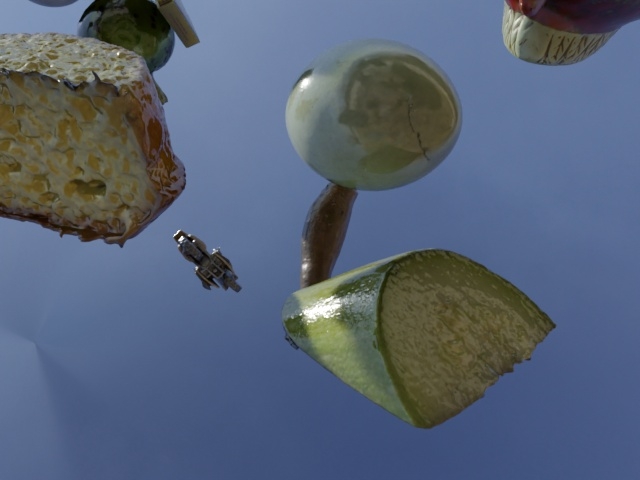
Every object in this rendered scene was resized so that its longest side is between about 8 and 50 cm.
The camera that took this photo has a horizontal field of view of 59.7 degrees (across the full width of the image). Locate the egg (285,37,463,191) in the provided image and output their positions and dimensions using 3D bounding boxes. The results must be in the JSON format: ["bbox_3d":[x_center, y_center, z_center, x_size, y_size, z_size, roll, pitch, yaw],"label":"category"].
[{"bbox_3d":[0.062,-0.155,0.698,0.186,0.253,0.187,-13,-71,-43],"label":"egg"}]

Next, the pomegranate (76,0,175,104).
[{"bbox_3d":[-0.423,-0.423,1.244,0.211,0.211,0.263,-25,-64,-28],"label":"pomegranate"}]

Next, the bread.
[{"bbox_3d":[-0.213,-0.092,0.439,0.260,0.129,0.134,11,-150,9],"label":"bread"}]

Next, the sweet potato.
[{"bbox_3d":[0.000,0.000,0.888,0.077,0.077,0.244,29,-114,-20],"label":"sweet potato"}]

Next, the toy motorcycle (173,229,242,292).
[{"bbox_3d":[-0.289,0.052,1.402,0.094,0.130,0.229,-44,-46,-4],"label":"toy motorcycle"}]

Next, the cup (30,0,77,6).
[{"bbox_3d":[-0.618,-0.702,1.270,0.212,0.317,0.212,11,-116,-24],"label":"cup"}]

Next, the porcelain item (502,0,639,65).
[{"bbox_3d":[0.207,-0.256,0.433,0.252,0.253,0.253,5,-102,-26],"label":"porcelain item"}]

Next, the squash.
[{"bbox_3d":[0.085,0.090,0.596,0.236,0.155,0.204,-19,-113,-42],"label":"squash"}]

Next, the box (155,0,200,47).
[{"bbox_3d":[-0.345,-0.561,1.175,0.041,0.153,0.279,-26,-103,1],"label":"box"}]
